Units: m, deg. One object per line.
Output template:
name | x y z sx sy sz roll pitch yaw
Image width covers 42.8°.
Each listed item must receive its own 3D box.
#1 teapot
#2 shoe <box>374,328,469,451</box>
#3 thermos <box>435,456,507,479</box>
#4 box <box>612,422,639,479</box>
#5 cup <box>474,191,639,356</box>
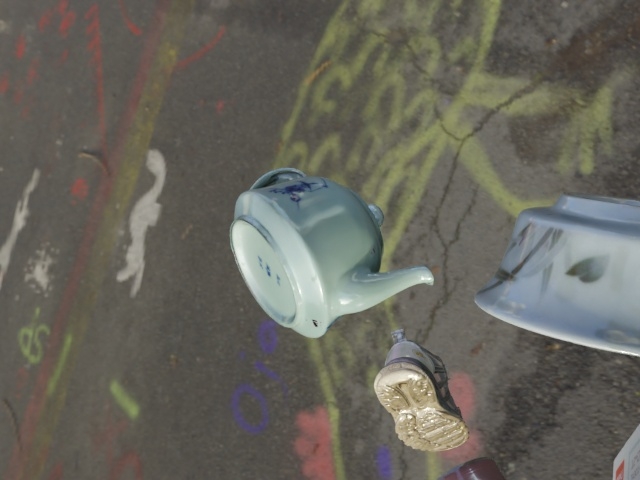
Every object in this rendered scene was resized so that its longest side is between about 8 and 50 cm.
teapot | 0.000 0.000 0.815 0.232 0.159 0.159 41 111 38
shoe | 0.130 0.199 1.076 0.089 0.180 0.092 -23 33 20
thermos | 0.281 0.465 1.209 0.176 0.146 0.265 -28 54 -10
box | 0.267 0.174 0.558 0.079 0.269 0.135 10 55 10
cup | 0.383 0.028 1.059 0.347 0.347 0.163 16 103 50
